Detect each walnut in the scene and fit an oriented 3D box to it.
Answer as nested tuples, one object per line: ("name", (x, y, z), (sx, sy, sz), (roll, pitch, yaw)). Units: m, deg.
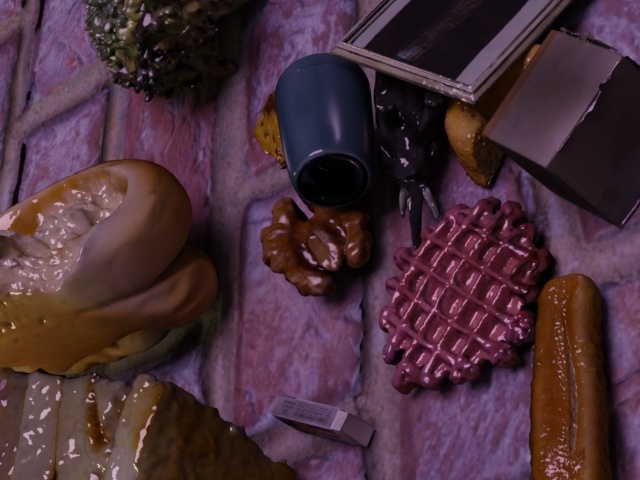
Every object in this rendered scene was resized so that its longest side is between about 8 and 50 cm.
("walnut", (0.000, 0.000, 1.975), (0.143, 0.069, 0.170), (-40, 44, 10))

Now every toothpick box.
("toothpick box", (0.008, -0.131, 1.954), (0.120, 0.120, 0.184), (-33, 38, 24))

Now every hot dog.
("hot dog", (0.253, 0.160, 1.608), (0.088, 0.061, 0.285), (-15, 51, 34))

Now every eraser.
("eraser", (0.001, 0.206, 1.834), (0.122, 0.052, 0.029), (6, 68, 48))

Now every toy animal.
("toy animal", (0.108, -0.129, 1.919), (0.082, 0.137, 0.269), (-5, 54, 2))

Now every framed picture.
("framed picture", (0.182, -0.289, 1.929), (0.231, 0.018, 0.293), (24, 60, 37))

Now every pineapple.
("pineapple", (-0.032, -0.153, 2.095), (0.069, 0.116, 0.137), (-24, 27, -27))

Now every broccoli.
("broccoli", (-0.247, -0.371, 2.322), (0.272, 0.324, 0.334), (-7, 98, 19))

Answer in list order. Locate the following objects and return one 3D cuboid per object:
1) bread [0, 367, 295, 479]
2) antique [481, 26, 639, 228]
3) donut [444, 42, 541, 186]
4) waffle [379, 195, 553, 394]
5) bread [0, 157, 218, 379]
("bread", (-0.251, 0.311, 1.864), (0.395, 0.239, 0.264), (-2, 61, 47))
("antique", (0.283, -0.126, 1.724), (0.152, 0.147, 0.148), (-56, 36, -1))
("donut", (0.218, -0.160, 1.870), (0.181, 0.078, 0.146), (-33, 46, 22))
("waffle", (0.156, 0.057, 1.786), (0.221, 0.055, 0.234), (-22, 48, 33))
("bread", (-0.339, 0.061, 2.115), (0.424, 0.245, 0.329), (-19, 12, 33))
